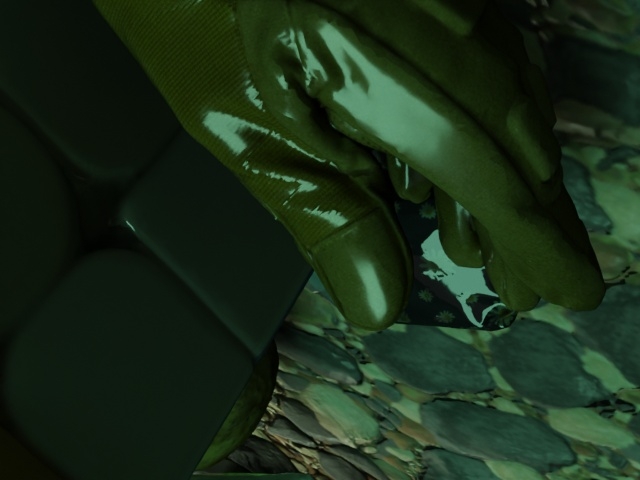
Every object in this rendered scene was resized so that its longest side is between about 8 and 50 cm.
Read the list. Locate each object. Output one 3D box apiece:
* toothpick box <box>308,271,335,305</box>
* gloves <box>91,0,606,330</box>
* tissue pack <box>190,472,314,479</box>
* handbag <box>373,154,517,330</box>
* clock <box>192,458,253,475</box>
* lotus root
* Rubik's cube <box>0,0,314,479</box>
[{"bbox_3d":[0.000,0.000,0.608,0.083,0.052,0.052,43,145,-10],"label":"toothpick box"},{"bbox_3d":[0.002,-0.088,0.397,0.331,0.154,0.141,39,118,-1],"label":"gloves"},{"bbox_3d":[-0.181,0.394,0.880,0.205,0.331,0.405,8,162,-32],"label":"tissue pack"},{"bbox_3d":[0.060,-0.026,0.525,0.115,0.072,0.139,3,122,36],"label":"handbag"},{"bbox_3d":[-0.151,0.317,1.129,0.279,0.049,0.273,11,139,30],"label":"clock"},{"bbox_3d":[-0.097,0.111,0.753,0.138,0.138,0.214,38,140,-5],"label":"lotus root"},{"bbox_3d":[-0.266,0.027,0.501,0.346,0.344,0.347,-21,118,44],"label":"Rubik's cube"}]
